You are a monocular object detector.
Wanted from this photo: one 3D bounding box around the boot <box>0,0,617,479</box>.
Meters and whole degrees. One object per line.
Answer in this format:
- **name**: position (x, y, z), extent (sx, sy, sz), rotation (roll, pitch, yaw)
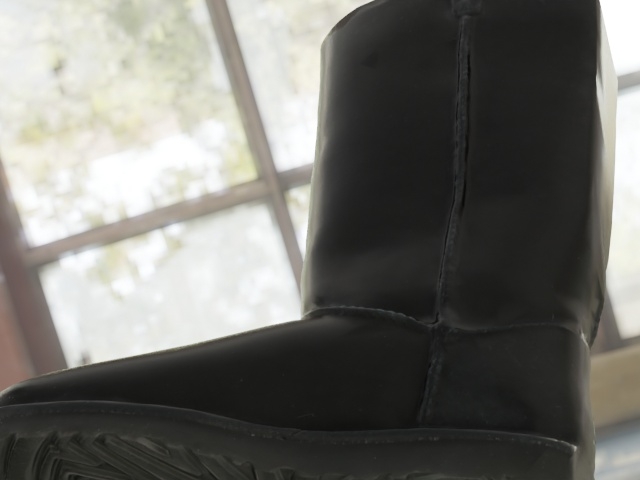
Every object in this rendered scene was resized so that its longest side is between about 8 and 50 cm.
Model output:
- **boot**: position (0.002, 0.000, 1.231), extent (0.367, 0.146, 0.445), rotation (5, -132, 5)
